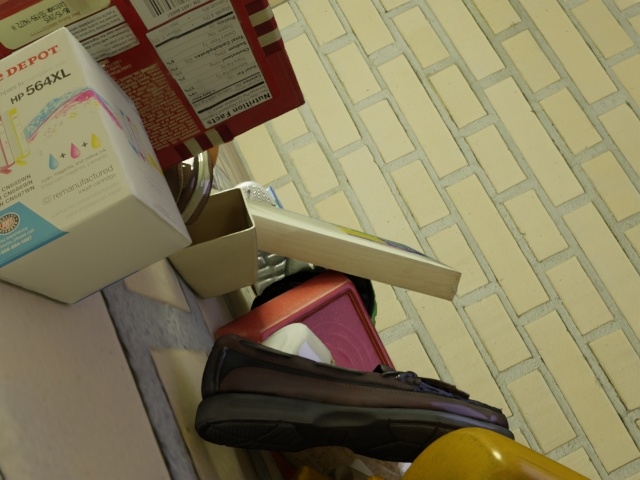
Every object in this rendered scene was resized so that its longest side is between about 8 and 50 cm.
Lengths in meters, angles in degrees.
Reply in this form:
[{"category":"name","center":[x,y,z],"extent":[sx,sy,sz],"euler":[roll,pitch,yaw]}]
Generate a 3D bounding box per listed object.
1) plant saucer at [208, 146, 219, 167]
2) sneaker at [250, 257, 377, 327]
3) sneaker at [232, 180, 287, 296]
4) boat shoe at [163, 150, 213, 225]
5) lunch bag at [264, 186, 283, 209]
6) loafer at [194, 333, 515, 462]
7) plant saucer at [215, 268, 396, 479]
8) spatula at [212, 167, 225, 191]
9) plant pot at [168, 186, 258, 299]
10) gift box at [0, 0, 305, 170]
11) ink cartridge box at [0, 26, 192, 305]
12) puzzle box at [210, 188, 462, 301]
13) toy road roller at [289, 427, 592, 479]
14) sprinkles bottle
[{"category":"plant saucer","center":[-0.263,-0.261,1.297],"extent":[0.200,0.037,0.200],"euler":[178,-90,-70]},{"category":"sneaker","center":[-0.010,0.119,0.991],"extent":[0.202,0.185,0.483],"euler":[57,13,-27]},{"category":"sneaker","center":[-0.132,0.022,1.285],"extent":[0.180,0.124,0.321],"euler":[-138,-147,-78]},{"category":"boat shoe","center":[-0.208,-0.111,0.724],"extent":[0.095,0.095,0.257],"euler":[20,24,-33]},{"category":"lunch bag","center":[-0.153,-0.050,1.547],"extent":[0.151,0.128,0.096],"euler":[63,0,3]},{"category":"loafer","center":[0.040,0.144,0.533],"extent":[0.109,0.302,0.095],"euler":[117,-23,-49]},{"category":"plant saucer","center":[0.015,0.184,0.784],"extent":[0.259,0.047,0.258],"euler":[-25,88,-49]},{"category":"spatula","center":[-0.264,-0.148,1.435],"extent":[0.242,0.019,0.168],"euler":[-115,-175,-52]},{"category":"plant pot","center":[-0.133,0.009,0.733],"extent":[0.109,0.109,0.096],"euler":[-117,-168,-53]},{"category":"gift box","center":[-0.174,-0.251,0.527],"extent":[0.276,0.255,0.258],"euler":[71,-5,-57]},{"category":"ink cartridge box","center":[-0.161,-0.050,0.360],"extent":[0.143,0.092,0.090],"euler":[62,0,19]},{"category":"puzzle box","center":[0.000,0.000,0.963],"extent":[0.272,0.408,0.052],"euler":[-140,-113,-77]},{"category":"toy road roller","center":[0.100,0.249,0.433],"extent":[0.202,0.241,0.329],"euler":[30,1,-9]},{"category":"sprinkles bottle","center":[0.049,0.258,0.653],"extent":[0.355,0.121,0.121],"euler":[49,2,-12]}]
